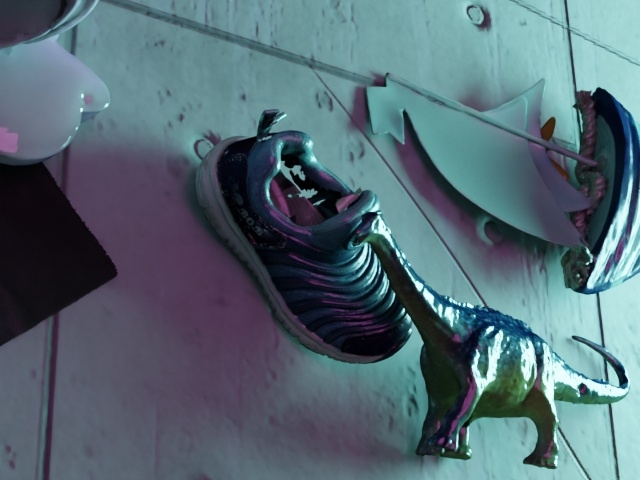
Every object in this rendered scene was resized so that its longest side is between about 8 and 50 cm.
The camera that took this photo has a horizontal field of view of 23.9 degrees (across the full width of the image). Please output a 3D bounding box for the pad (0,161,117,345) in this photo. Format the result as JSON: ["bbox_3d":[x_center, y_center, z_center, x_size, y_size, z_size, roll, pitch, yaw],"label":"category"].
[{"bbox_3d":[-0.234,0.017,1.012,0.193,0.004,0.116,-33,88,-41],"label":"pad"}]

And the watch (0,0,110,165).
[{"bbox_3d":[-0.221,-0.184,0.982,0.248,0.217,0.211,9,63,-31],"label":"watch"}]

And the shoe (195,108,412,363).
[{"bbox_3d":[0.000,0.000,1.116,0.207,0.106,0.091,52,50,-10],"label":"shoe"}]

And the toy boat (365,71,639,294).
[{"bbox_3d":[0.171,-0.074,1.303,0.291,0.067,0.220,23,57,-20],"label":"toy boat"}]

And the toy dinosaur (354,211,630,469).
[{"bbox_3d":[0.133,0.102,1.154,0.363,0.076,0.147,26,70,-41],"label":"toy dinosaur"}]
